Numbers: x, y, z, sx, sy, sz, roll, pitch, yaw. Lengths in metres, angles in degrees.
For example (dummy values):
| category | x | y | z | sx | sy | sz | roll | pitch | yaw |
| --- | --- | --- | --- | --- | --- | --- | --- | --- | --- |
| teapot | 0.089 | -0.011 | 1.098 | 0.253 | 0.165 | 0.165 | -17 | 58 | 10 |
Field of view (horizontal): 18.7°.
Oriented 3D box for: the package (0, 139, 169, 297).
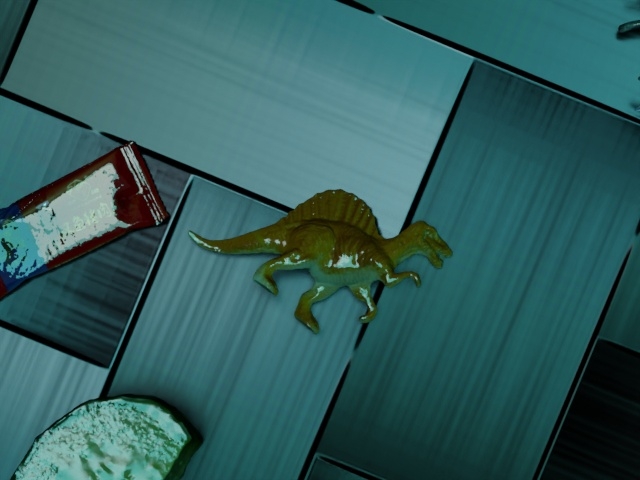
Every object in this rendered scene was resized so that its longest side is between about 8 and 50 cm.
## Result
| category | x | y | z | sx | sy | sz | roll | pitch | yaw |
| --- | --- | --- | --- | --- | --- | --- | --- | --- | --- |
| package | -0.246 | -0.014 | 1.799 | 0.200 | 0.022 | 0.083 | -25 | 89 | -1 |

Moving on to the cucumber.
| category | x | y | z | sx | sy | sz | roll | pitch | yaw |
| --- | --- | --- | --- | --- | --- | --- | --- | --- | --- |
| cucumber | -0.195 | 0.229 | 1.751 | 0.191 | 0.130 | 0.191 | 0 | 86 | -5 |

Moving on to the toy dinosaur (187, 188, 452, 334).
| category | x | y | z | sx | sy | sz | roll | pitch | yaw |
| --- | --- | --- | --- | --- | --- | --- | --- | --- | --- |
| toy dinosaur | 0.001 | 0.001 | 1.779 | 0.212 | 0.057 | 0.142 | 35 | 79 | 0 |

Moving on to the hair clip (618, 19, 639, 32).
| category | x | y | z | sx | sy | sz | roll | pitch | yaw |
| --- | --- | --- | --- | --- | --- | --- | --- | --- | --- |
| hair clip | 0.389 | -0.170 | 1.785 | 0.229 | 0.039 | 0.070 | 28 | 91 | -4 |

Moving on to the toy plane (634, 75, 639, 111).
| category | x | y | z | sx | sy | sz | roll | pitch | yaw |
| --- | --- | --- | --- | --- | --- | --- | --- | --- | --- |
| toy plane | 0.377 | -0.184 | 1.736 | 0.226 | 0.058 | 0.226 | -40 | 109 | -3 |
